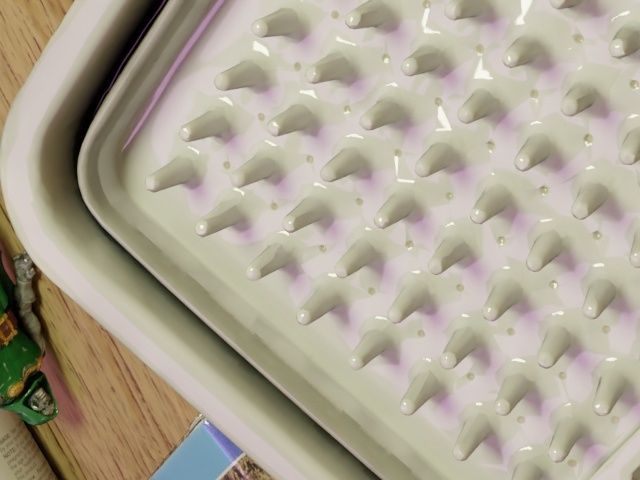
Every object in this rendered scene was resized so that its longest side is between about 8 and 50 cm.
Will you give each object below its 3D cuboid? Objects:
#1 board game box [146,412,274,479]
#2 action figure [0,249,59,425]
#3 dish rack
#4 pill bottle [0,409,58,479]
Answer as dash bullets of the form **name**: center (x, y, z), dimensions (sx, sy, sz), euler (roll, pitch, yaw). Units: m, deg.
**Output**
- **board game box**: center (0.041, 0.205, 0.770), dimensions (0.291, 0.141, 0.232), euler (50, 146, 7)
- **action figure**: center (-0.242, 0.040, 1.014), dimensions (0.064, 0.137, 0.232), euler (3, 130, 35)
- **dish rack**: center (0.076, -0.018, 0.498), dimensions (0.333, 0.072, 0.285), euler (40, 116, 5)
- **pill bottle**: center (-0.291, 0.183, 1.162), dimensions (0.131, 0.131, 0.229), euler (-15, 106, 54)
